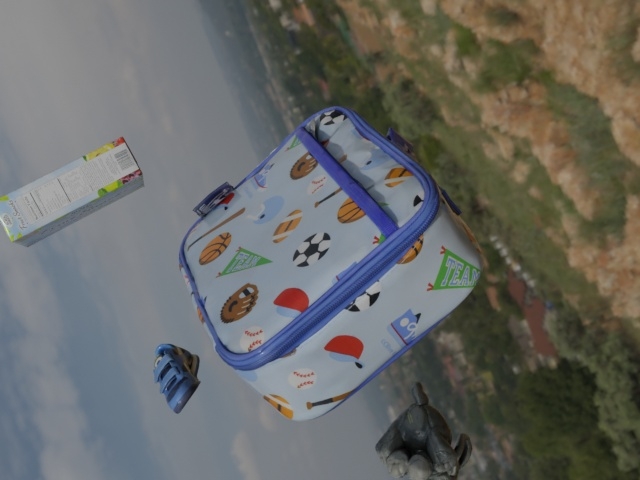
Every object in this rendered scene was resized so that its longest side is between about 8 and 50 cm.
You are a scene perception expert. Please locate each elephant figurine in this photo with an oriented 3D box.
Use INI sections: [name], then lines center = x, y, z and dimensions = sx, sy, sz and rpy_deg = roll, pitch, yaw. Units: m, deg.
[elephant figurine]
center = 0.217, 0.435, 1.932
dimensions = 0.169, 0.186, 0.239
rpy_deg = 43, 175, 43

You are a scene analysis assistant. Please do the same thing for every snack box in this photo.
[snack box]
center = -0.366, -0.068, 1.454
dimensions = 0.070, 0.207, 0.174
rpy_deg = 60, 170, -2

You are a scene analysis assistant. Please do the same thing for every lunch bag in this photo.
[lunch bag]
center = 0.000, 0.000, 0.875
dimensions = 0.115, 0.243, 0.303
rpy_deg = 46, -176, -30

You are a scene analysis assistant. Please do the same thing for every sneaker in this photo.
[sneaker]
center = -0.195, 0.181, 1.303
dimensions = 0.059, 0.053, 0.144
rpy_deg = 37, -173, -17
